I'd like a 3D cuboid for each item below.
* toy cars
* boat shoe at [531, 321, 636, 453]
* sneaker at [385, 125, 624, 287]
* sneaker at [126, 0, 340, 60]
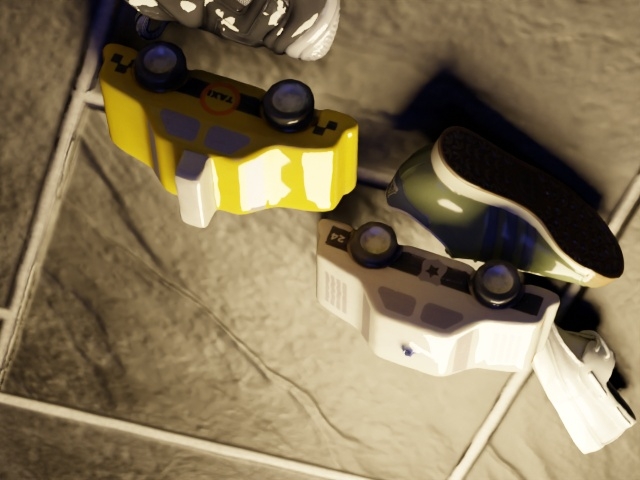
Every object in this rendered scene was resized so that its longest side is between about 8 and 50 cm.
[{"bbox_3d":[0.000,0.000,1.126,0.393,0.087,0.176,39,148,-25],"label":"toy cars"},{"bbox_3d":[0.207,0.103,1.281,0.063,0.066,0.184,-28,125,6],"label":"boat shoe"},{"bbox_3d":[0.131,-0.013,1.182,0.192,0.064,0.086,31,138,-28],"label":"sneaker"},{"bbox_3d":[-0.064,-0.221,0.963,0.153,0.101,0.269,-1,134,-2],"label":"sneaker"}]
